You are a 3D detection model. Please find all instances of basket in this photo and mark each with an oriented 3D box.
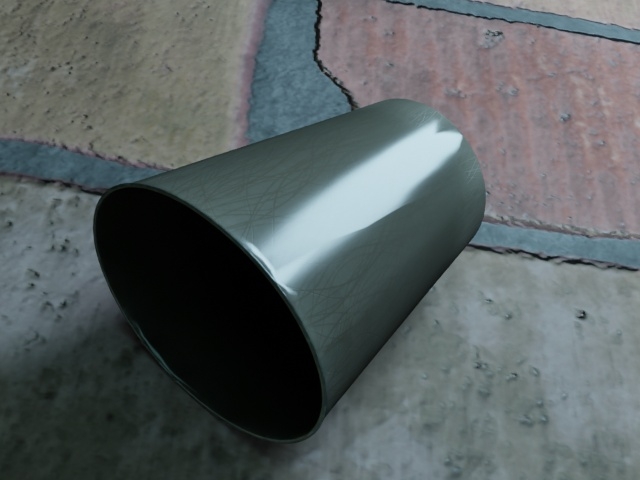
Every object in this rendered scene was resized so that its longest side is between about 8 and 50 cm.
[{"bbox_3d":[0.000,0.000,0.699,0.204,0.154,0.227,39,47,22],"label":"basket"}]
